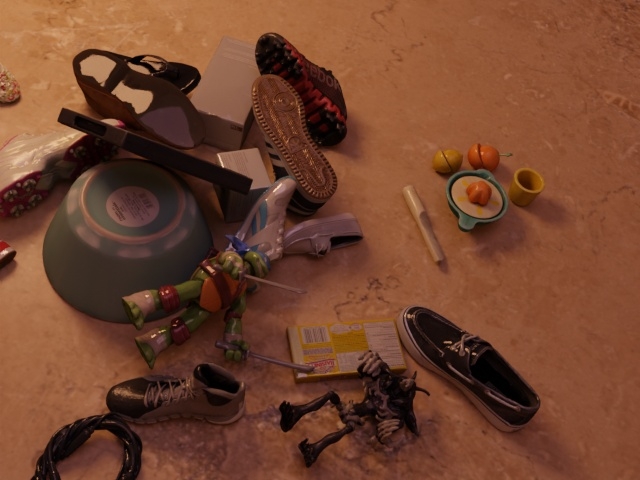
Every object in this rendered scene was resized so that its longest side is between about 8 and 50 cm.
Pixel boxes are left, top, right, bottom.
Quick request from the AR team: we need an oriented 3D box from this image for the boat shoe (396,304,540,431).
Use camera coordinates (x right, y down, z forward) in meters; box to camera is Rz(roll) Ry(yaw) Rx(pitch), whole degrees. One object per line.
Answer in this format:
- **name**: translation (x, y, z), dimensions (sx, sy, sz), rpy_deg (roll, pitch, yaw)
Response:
- **boat shoe**: translation (0.266, 0.213, 1.595), dimensions (0.108, 0.102, 0.301), rpy_deg (-33, 69, -31)

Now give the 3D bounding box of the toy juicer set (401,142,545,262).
- **toy juicer set**: translation (0.296, -0.112, 1.844), dimensions (0.329, 0.089, 0.209), rpy_deg (-30, 67, -29)

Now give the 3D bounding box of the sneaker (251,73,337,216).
- **sneaker**: translation (-0.068, -0.176, 1.743), dimensions (0.099, 0.153, 0.282), rpy_deg (-22, 76, -20)

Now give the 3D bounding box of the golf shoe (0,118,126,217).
- **golf shoe**: translation (-0.511, -0.168, 1.671), dimensions (0.306, 0.115, 0.140), rpy_deg (-34, 66, -33)

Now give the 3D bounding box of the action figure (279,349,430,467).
- **action figure**: translation (0.079, 0.276, 1.480), dimensions (0.276, 0.141, 0.164), rpy_deg (-20, 76, -25)

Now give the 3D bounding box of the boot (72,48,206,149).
- **boot**: translation (-0.355, -0.261, 1.767), dimensions (0.305, 0.115, 0.112), rpy_deg (34, 59, 11)

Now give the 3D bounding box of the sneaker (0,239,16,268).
- **sneaker**: translation (-0.598, 0.033, 1.545), dimensions (0.067, 0.042, 0.118), rpy_deg (41, 48, 11)

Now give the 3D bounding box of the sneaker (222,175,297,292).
- **sneaker**: translation (-0.100, -0.013, 1.640), dimensions (0.092, 0.087, 0.228), rpy_deg (31, 89, 4)

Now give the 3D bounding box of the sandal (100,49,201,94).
- **sandal**: translation (-0.373, -0.346, 1.829), dimensions (0.255, 0.054, 0.097), rpy_deg (10, 59, 10)

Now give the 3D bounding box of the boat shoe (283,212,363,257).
- **boat shoe**: translation (0.000, 0.000, 1.712), dimensions (0.184, 0.066, 0.063), rpy_deg (-12, 58, -33)

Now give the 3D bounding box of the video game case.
- **video game case**: translation (-0.296, -0.161, 1.591), dimensions (0.275, 0.035, 0.248), rpy_deg (20, 3, -43)

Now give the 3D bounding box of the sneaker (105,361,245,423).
- **sneaker**: translation (-0.229, 0.235, 1.436), dimensions (0.229, 0.132, 0.086), rpy_deg (3, 55, -12)

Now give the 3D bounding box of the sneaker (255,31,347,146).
- **sneaker**: translation (-0.035, -0.330, 1.860), dimensions (0.276, 0.098, 0.135), rpy_deg (49, 35, -24)

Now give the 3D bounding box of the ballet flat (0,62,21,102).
- **ballet flat**: translation (-0.706, -0.362, 1.779), dimensions (0.241, 0.077, 0.091), rpy_deg (32, 53, 9)

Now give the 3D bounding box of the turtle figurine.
- **turtle figurine**: translation (-0.168, 0.121, 1.464), dimensions (0.266, 0.197, 0.274), rpy_deg (-24, 71, -19)

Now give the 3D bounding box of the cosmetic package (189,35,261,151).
- **cosmetic package**: translation (-0.187, -0.307, 1.857), dimensions (0.127, 0.107, 0.237), rpy_deg (20, 56, 1)

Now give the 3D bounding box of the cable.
- **cable**: translation (-0.361, 0.351, 1.382), dimensions (0.151, 0.047, 0.184), rpy_deg (16, 55, 4)

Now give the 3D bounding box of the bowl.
- **bowl**: translation (-0.336, -0.027, 1.580), dimensions (0.312, 0.163, 0.311), rpy_deg (7, 53, -9)

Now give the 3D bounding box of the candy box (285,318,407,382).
- **candy box**: translation (0.046, 0.197, 1.598), dimensions (0.206, 0.027, 0.105), rpy_deg (-2, 59, -15)

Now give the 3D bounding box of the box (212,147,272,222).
- **box**: translation (-0.152, -0.107, 1.720), dimensions (0.087, 0.102, 0.101), rpy_deg (-10, 58, -19)

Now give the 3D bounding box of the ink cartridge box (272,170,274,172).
- **ink cartridge box**: translation (-0.062, -0.170, 1.820), dimensions (0.083, 0.048, 0.028), rpy_deg (-14, 60, -23)
